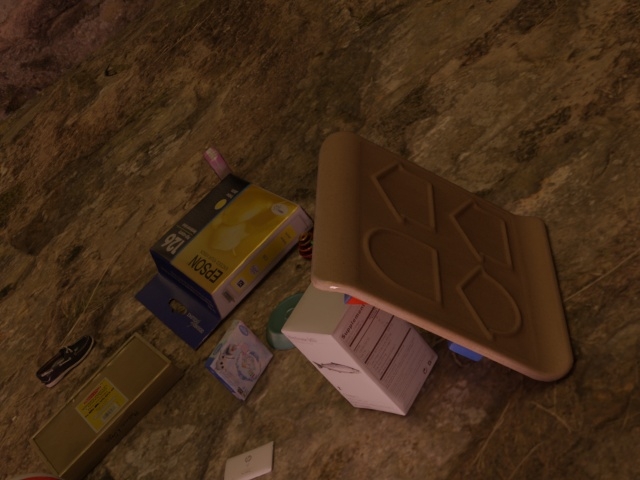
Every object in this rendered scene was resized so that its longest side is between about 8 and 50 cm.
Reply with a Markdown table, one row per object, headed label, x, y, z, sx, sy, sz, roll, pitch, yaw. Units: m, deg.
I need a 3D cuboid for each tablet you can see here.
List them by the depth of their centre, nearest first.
| label | x | y | z | sx | sy | sz | roll | pitch | yaw |
| --- | --- | --- | --- | --- | --- | --- | --- | --- | --- |
| tablet | -0.103 | 0.322 | 1.461 | 0.083 | 0.006 | 0.054 | -25 | 34 | 20 |

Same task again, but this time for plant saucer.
| label | x | y | z | sx | sy | sz | roll | pitch | yaw |
| --- | --- | --- | --- | --- | --- | --- | --- | --- | --- |
| plant saucer | -0.043 | 0.123 | 1.638 | 0.119 | 0.021 | 0.119 | -26 | 34 | 19 |

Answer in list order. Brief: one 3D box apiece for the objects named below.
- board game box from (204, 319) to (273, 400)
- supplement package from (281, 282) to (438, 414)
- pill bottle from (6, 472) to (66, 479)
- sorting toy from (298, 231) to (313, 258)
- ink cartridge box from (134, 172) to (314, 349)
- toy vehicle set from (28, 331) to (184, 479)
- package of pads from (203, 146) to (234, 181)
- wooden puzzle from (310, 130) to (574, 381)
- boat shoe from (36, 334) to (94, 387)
| label | x | y | z | sx | sy | sz | roll | pitch | yaw |
| --- | --- | --- | --- | --- | --- | --- | --- | --- | --- |
| board game box | -0.126 | 0.185 | 1.576 | 0.020 | 0.090 | 0.090 | 2 | 49 | 48 |
| supplement package | 0.054 | 0.138 | 1.365 | 0.105 | 0.179 | 0.105 | 0 | 49 | 50 |
| pill bottle | -0.357 | 0.458 | 1.379 | 0.181 | 0.181 | 0.323 | -46 | 33 | -13 |
| sorting toy | 0.000 | 0.000 | 1.731 | 0.102 | 0.042 | 0.061 | -19 | 37 | 28 |
| ink cartridge box | -0.199 | 0.024 | 1.880 | 0.307 | 0.072 | 0.303 | -44 | 32 | -13 |
| toy vehicle set | -0.370 | 0.287 | 1.745 | 0.267 | 0.035 | 0.166 | -46 | 32 | -12 |
| package of pads | -0.204 | -0.148 | 2.085 | 0.032 | 0.083 | 0.050 | -34 | 35 | -2 |
| wooden puzzle | 0.147 | 0.025 | 1.340 | 0.322 | 0.348 | 0.080 | -87 | 23 | -51 |
| boat shoe | -0.487 | 0.224 | 1.940 | 0.125 | 0.038 | 0.046 | -43 | 32 | -7 |
